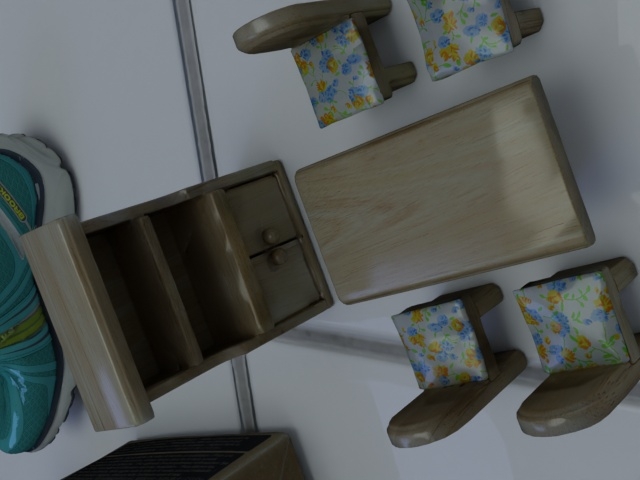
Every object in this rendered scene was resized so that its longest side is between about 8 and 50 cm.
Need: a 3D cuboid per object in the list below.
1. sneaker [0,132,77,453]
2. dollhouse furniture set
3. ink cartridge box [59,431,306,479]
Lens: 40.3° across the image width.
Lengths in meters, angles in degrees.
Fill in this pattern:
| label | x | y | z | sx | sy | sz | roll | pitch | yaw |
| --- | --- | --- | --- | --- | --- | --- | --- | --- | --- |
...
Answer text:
| label | x | y | z | sx | sy | sz | roll | pitch | yaw |
| --- | --- | --- | --- | --- | --- | --- | --- | --- | --- |
| sneaker | -0.261 | 0.051 | 0.685 | 0.107 | 0.110 | 0.275 | 18 | 118 | 33 |
| dollhouse furniture set | 0.000 | 0.000 | 0.421 | 0.242 | 0.161 | 0.212 | -18 | 95 | 41 |
| ink cartridge box | -0.075 | 0.262 | 0.627 | 0.193 | 0.088 | 0.235 | -13 | 99 | 42 |
